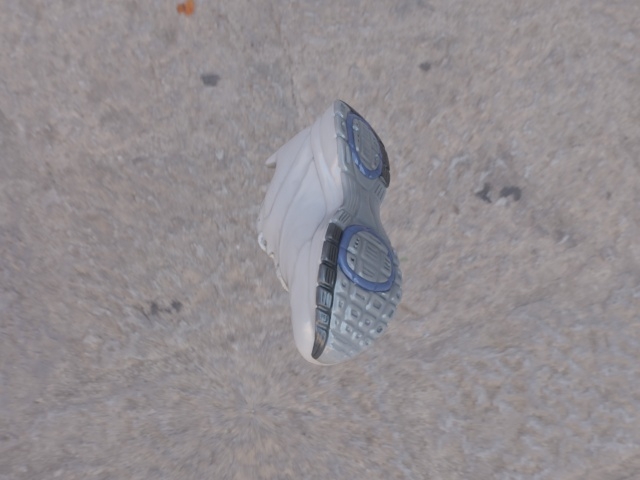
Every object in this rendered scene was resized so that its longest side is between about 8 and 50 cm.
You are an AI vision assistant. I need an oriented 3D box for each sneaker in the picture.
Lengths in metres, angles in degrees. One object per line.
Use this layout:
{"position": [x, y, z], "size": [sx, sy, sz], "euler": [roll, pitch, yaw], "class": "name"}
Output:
{"position": [0.000, 0.000, 0.890], "size": [0.111, 0.129, 0.297], "euler": [41, 35, -34], "class": "sneaker"}
